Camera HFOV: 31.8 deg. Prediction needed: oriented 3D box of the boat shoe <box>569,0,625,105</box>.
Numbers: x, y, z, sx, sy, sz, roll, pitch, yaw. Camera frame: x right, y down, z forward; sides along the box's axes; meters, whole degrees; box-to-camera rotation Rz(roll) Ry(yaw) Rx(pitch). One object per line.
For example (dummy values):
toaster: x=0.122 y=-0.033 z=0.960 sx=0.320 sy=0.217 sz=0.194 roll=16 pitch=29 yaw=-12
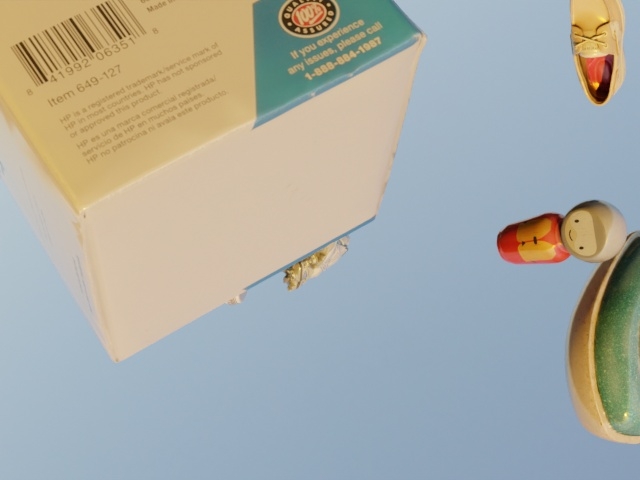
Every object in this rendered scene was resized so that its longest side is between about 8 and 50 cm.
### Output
boat shoe: x=0.327 y=-0.234 z=1.330 sx=0.063 sy=0.170 sz=0.059 roll=1 pitch=-136 yaw=30

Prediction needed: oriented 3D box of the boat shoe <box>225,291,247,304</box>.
boat shoe: x=-0.111 y=-0.025 z=1.375 sx=0.076 sy=0.080 sz=0.228 roll=5 pitch=-118 yaw=10

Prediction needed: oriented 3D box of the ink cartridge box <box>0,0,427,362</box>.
ink cartridge box: x=-0.094 y=-0.098 z=0.562 sx=0.171 sy=0.168 sz=0.232 roll=-29 pitch=-111 yaw=-18

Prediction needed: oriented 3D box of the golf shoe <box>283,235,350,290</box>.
golf shoe: x=0.000 y=0.000 z=1.365 sx=0.086 sy=0.069 sz=0.176 roll=-24 pitch=171 yaw=-22

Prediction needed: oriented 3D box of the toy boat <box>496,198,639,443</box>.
toy boat: x=0.337 y=0.074 z=1.258 sx=0.148 sy=0.318 sz=0.267 roll=-12 pitch=-136 yaw=47
